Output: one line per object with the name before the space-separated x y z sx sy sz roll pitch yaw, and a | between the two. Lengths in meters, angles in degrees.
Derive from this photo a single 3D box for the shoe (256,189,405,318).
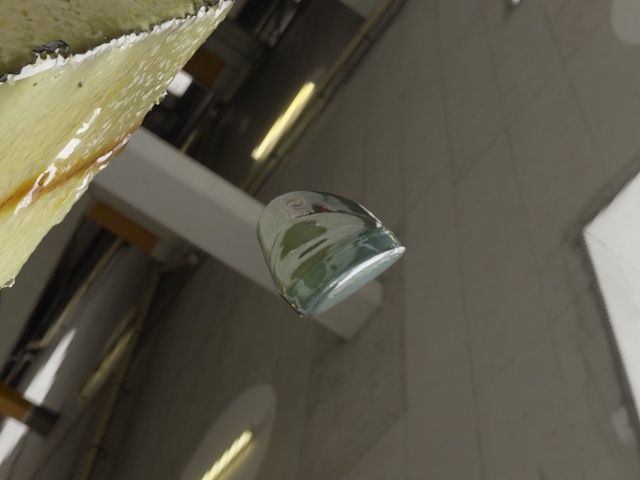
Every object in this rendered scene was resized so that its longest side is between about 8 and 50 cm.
shoe | 0.000 0.000 0.866 0.103 0.100 0.251 -32 179 -2

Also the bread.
bread | -0.218 -0.014 0.693 0.242 0.405 0.346 48 -65 32
